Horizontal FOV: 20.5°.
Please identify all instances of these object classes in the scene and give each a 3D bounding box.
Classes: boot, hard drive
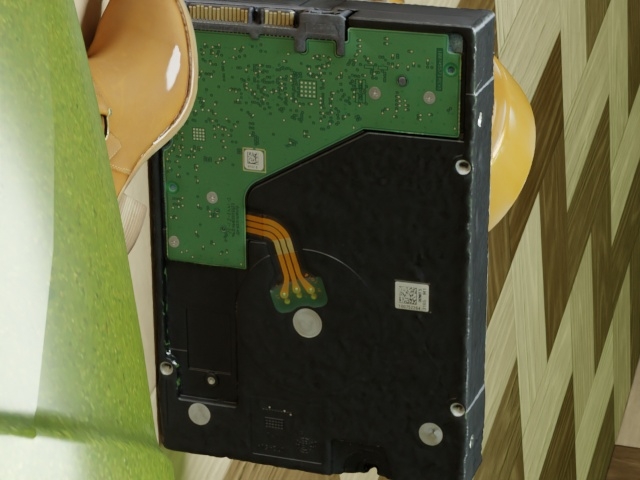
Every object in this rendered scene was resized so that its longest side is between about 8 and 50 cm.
[{"bbox_3d":[-0.140,-0.089,1.049,0.152,0.073,0.197,38,58,-64],"label":"boot"},{"bbox_3d":[0.000,0.000,1.235,0.064,0.236,0.339,-46,138,-62],"label":"hard drive"}]

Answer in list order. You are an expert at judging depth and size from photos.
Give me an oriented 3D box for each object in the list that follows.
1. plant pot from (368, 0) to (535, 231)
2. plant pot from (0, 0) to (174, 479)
[{"bbox_3d":[0.043,-0.108,1.428,0.188,0.205,0.205,43,54,-48],"label":"plant pot"},{"bbox_3d":[-0.213,-0.041,0.477,0.366,0.366,0.353,30,57,-70],"label":"plant pot"}]
